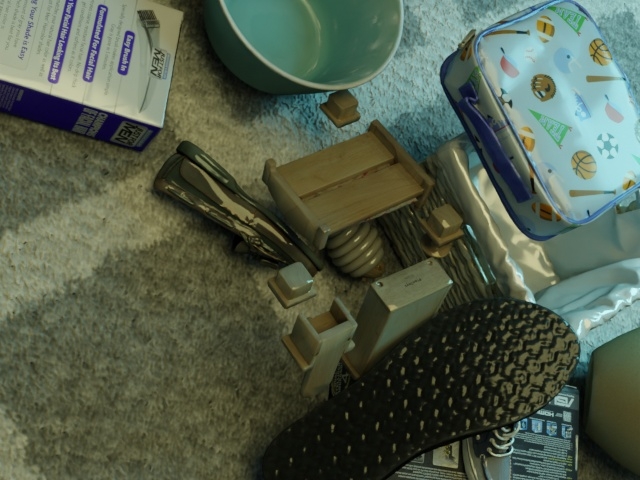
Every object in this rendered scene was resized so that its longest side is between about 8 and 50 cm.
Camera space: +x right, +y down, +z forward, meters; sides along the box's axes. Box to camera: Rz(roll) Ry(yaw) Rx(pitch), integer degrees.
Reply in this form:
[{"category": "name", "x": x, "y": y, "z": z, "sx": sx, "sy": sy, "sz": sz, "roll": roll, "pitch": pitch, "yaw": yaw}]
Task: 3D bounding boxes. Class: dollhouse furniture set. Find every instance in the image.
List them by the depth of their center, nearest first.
[{"category": "dollhouse furniture set", "x": 0.000, "y": 0.000, "z": 1.307, "sx": 0.303, "sy": 0.174, "sz": 0.356, "roll": -22, "pitch": 61, "yaw": -29}]

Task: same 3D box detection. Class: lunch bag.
[{"category": "lunch bag", "x": 0.299, "y": -0.165, "z": 1.265, "sx": 0.243, "sy": 0.115, "sz": 0.303, "roll": -29, "pitch": 89, "yaw": -27}]

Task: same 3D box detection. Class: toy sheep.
[{"category": "toy sheep", "x": 0.049, "y": 0.005, "z": 1.405, "sx": 0.132, "sy": 0.091, "sz": 0.091, "roll": 46, "pitch": 61, "yaw": -11}]

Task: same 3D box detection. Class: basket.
[{"category": "basket", "x": 0.306, "y": -0.019, "z": 1.438, "sx": 0.331, "sy": 0.266, "sz": 0.328, "roll": -26, "pitch": 88, "yaw": -31}]

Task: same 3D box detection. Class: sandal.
[{"category": "sandal", "x": 0.128, "y": 0.214, "z": 1.255, "sx": 0.445, "sy": 0.107, "sz": 0.168, "roll": -28, "pitch": 74, "yaw": 2}]

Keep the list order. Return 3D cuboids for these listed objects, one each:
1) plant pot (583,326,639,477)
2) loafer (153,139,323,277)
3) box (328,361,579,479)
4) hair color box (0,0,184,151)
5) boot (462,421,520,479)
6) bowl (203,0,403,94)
[{"category": "plant pot", "x": 0.520, "y": 0.252, "z": 1.495, "sx": 0.190, "sy": 0.284, "sz": 0.284, "roll": 6, "pitch": 69, "yaw": 11}, {"category": "loafer", "x": -0.117, "y": -0.024, "z": 1.335, "sx": 0.267, "sy": 0.096, "sz": 0.084, "roll": 42, "pitch": 81, "yaw": -10}, {"category": "box", "x": 0.195, "y": 0.341, "z": 1.378, "sx": 0.394, "sy": 0.097, "sz": 0.319, "roll": 13, "pitch": 69, "yaw": -23}, {"category": "hair color box", "x": -0.367, "y": -0.259, "z": 1.256, "sx": 0.338, "sy": 0.110, "sz": 0.185, "roll": 15, "pitch": 68, "yaw": -21}, {"category": "boot", "x": 0.242, "y": 0.272, "z": 1.314, "sx": 0.069, "sy": 0.086, "sz": 0.190, "roll": -6, "pitch": 75, "yaw": -28}, {"category": "bowl", "x": -0.047, "y": -0.340, "z": 1.403, "sx": 0.311, "sy": 0.163, "sz": 0.312, "roll": 8, "pitch": 72, "yaw": -28}]
